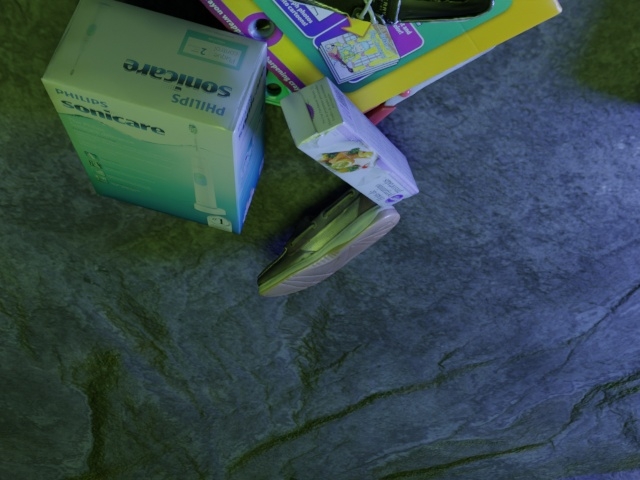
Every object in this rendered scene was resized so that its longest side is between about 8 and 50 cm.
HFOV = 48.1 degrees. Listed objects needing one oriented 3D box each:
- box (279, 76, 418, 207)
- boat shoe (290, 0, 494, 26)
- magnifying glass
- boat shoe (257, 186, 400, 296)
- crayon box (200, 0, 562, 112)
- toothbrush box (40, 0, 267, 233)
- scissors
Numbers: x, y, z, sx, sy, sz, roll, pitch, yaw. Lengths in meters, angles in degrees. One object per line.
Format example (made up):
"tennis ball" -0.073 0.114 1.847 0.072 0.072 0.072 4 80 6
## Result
"box" 0.049 -0.114 0.924 0.063 0.067 0.324 -23 163 17
"boat shoe" 0.061 -0.250 0.697 0.219 0.070 0.078 -1 144 -2
"magnifying glass" -0.057 -0.203 0.978 0.230 0.026 0.092 30 133 -31
"boat shoe" 0.000 0.000 1.163 0.285 0.093 0.102 -35 158 32
"crayon box" 0.034 -0.317 0.756 0.313 0.106 0.363 -24 139 27
"toothbrush box" -0.187 -0.141 0.895 0.216 0.126 0.295 15 159 2
"scissors" 0.091 -0.197 0.960 0.109 0.021 0.297 34 126 -31
